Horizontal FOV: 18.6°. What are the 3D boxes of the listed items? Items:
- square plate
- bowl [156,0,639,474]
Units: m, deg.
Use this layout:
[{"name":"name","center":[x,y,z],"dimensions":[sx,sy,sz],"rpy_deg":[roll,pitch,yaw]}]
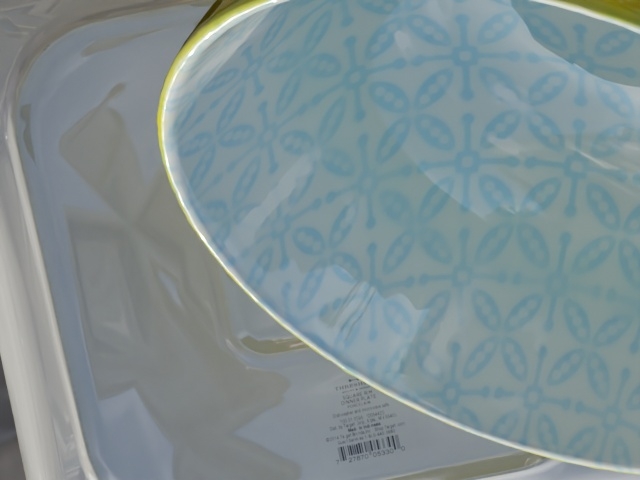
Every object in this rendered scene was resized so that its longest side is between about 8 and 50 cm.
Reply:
[{"name":"square plate","center":[0.000,0.000,0.967],"dimensions":[0.347,0.344,0.049],"rpy_deg":[-11,-167,1]},{"name":"bowl","center":[0.100,-0.053,0.740],"dimensions":[0.289,0.289,0.156],"rpy_deg":[-39,-157,57]}]
